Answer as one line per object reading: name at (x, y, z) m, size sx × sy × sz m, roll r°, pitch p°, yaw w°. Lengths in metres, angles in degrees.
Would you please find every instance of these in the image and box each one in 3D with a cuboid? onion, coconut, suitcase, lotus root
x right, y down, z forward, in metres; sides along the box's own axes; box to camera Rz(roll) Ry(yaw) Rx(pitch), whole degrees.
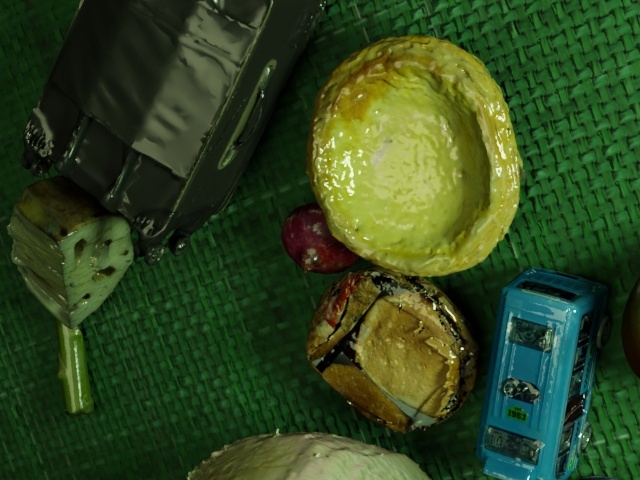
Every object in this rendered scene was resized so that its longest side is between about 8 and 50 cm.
onion at (0.000, 0.000, 1.900) m, size 0.107 × 0.097 × 0.107 m, roll 15°, pitch 148°, yaw 9°
coconut at (0.013, 0.430, 1.825) m, size 0.404 × 0.404 × 0.405 m, roll 7°, pitch 105°, yaw 28°
suitcase at (-0.183, -0.215, 1.898) m, size 0.283 × 0.194 × 0.434 m, roll 36°, pitch 116°, yaw 19°
lotus root at (-0.344, 0.007, 2.063) m, size 0.119 × 0.138 × 0.235 m, roll 47°, pitch 149°, yaw 22°

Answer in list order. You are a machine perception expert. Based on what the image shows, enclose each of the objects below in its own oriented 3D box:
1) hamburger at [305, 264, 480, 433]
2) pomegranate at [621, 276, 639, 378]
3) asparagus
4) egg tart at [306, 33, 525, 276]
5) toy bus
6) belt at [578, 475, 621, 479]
hamburger at (0.095, 0.129, 1.862) m, size 0.231 × 0.107 × 0.231 m, roll 12°, pitch 114°, yaw 29°
pomegranate at (0.416, 0.070, 1.648) m, size 0.179 × 0.180 × 0.210 m, roll -9°, pitch 68°, yaw 31°
asparagus at (-0.362, 0.165, 2.179) m, size 0.045 × 0.041 × 0.179 m, roll -6°, pitch 95°, yaw 11°
egg tart at (0.120, -0.104, 1.796) m, size 0.294 × 0.123 × 0.294 m, roll 6°, pitch 104°, yaw 25°
toy bus at (0.258, 0.165, 1.768) m, size 0.113 × 0.134 × 0.246 m, roll 16°, pitch 107°, yaw 26°
belt at (0.357, 0.366, 1.787) m, size 0.190 × 0.082 × 0.141 m, roll 25°, pitch 110°, yaw 24°
